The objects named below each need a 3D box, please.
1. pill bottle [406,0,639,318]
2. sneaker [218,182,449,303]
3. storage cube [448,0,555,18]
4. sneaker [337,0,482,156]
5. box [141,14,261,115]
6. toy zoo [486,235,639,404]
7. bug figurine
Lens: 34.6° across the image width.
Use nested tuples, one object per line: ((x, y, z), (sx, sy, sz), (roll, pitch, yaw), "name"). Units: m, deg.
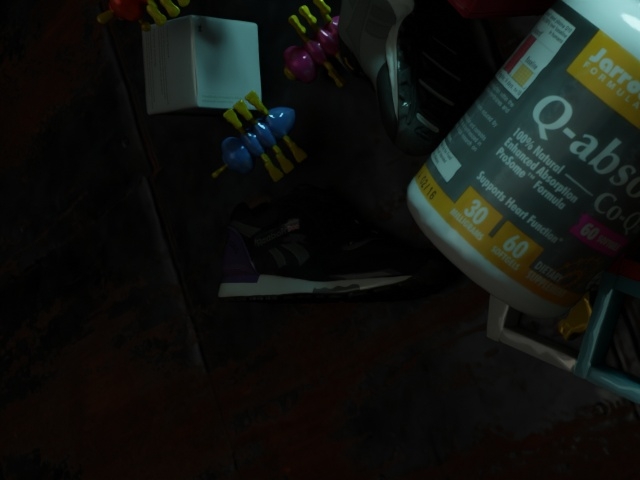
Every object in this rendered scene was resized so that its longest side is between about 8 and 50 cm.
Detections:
((0.205, -0.089, 0.770), (0.278, 0.162, 0.162), (-52, 59, 18), "pill bottle")
((0.000, 0.000, 1.032), (0.283, 0.107, 0.124), (-3, 83, 41), "sneaker")
((0.165, -0.307, 0.793), (0.215, 0.184, 0.193), (58, 137, 25), "storage cube")
((0.069, -0.167, 0.916), (0.108, 0.100, 0.271), (-37, 37, 31), "sneaker")
((-0.130, -0.190, 1.137), (0.087, 0.101, 0.101), (-3, 91, 41), "box")
((0.251, 0.027, 0.856), (0.293, 0.030, 0.192), (24, 107, 38), "toy zoo")
((-0.080, -0.207, 1.038), (0.216, 0.072, 0.279), (-35, 99, 4), "bug figurine")
